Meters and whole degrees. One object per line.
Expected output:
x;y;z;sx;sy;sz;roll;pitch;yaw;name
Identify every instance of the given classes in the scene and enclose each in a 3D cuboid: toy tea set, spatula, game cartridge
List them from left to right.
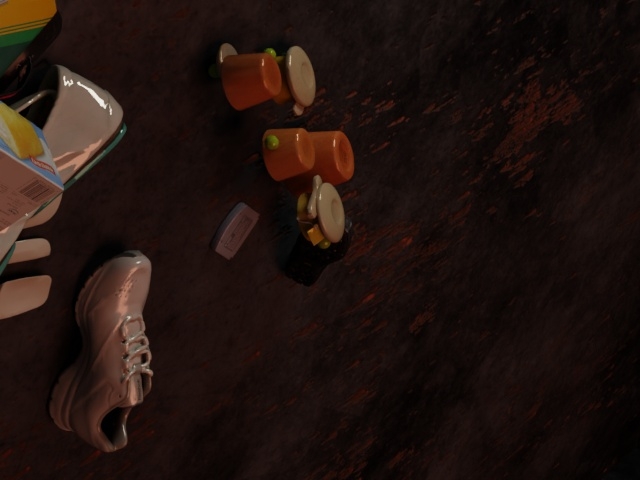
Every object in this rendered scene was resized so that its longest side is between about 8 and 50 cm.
-0.422;0.031;1.664;0.242;0.019;0.168;-14;129;-47;spatula
-0.128;-0.015;2.020;0.083;0.017;0.056;-56;151;-2;game cartridge
-0.064;-0.149;1.907;0.200;0.124;0.336;-73;145;-47;toy tea set

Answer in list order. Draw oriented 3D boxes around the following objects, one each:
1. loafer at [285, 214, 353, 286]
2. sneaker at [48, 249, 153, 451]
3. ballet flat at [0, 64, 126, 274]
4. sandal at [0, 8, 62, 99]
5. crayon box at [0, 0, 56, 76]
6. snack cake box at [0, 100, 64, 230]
0.000;0.000;2.092;0.078;0.076;0.223;-67;-173;-26;loafer
-0.274;0.154;1.864;0.111;0.129;0.297;-10;124;-47;sneaker
-0.387;-0.044;1.554;0.400;0.139;0.139;-52;148;-21;ballet flat
-0.353;-0.196;1.539;0.179;0.040;0.067;-49;147;-12;sandal
-0.361;-0.300;1.352;0.278;0.081;0.165;84;25;-44;crayon box
-0.393;-0.088;1.340;0.152;0.089;0.264;-31;153;10;snack cake box
